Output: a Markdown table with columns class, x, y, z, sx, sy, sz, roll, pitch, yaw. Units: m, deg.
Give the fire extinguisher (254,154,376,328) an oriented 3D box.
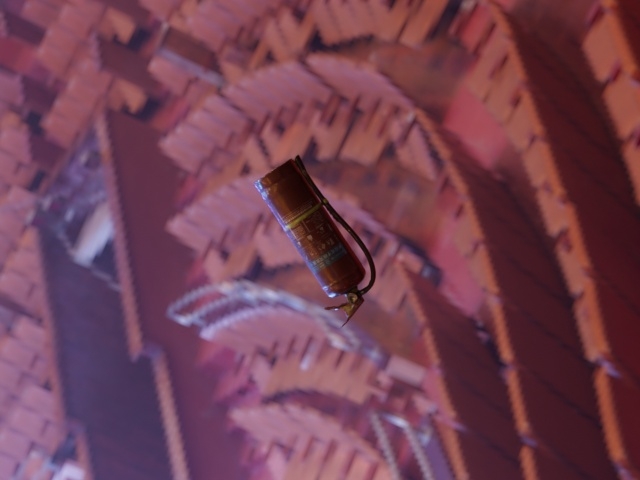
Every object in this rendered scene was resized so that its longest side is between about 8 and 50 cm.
| class | x | y | z | sx | sy | sz | roll | pitch | yaw |
| --- | --- | --- | --- | --- | --- | --- | --- | --- | --- |
| fire extinguisher | 0.000 | 0.000 | 1.252 | 0.056 | 0.132 | 0.039 | -33 | 2 | 17 |
